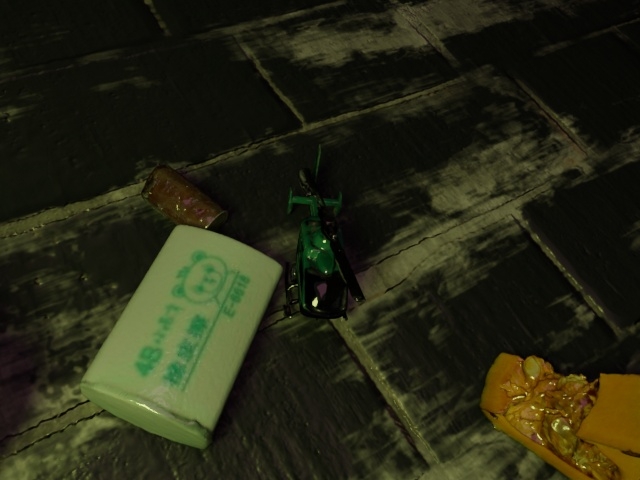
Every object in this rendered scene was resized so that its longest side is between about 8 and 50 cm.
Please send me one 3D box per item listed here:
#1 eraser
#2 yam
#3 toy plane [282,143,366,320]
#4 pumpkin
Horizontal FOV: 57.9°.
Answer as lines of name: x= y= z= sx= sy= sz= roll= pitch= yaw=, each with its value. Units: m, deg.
eraser: x=-0.189 y=0.129 z=0.841 sx=0.189 sy=0.104 sz=0.290 roll=19 pitch=54 yaw=4
yam: x=-0.230 y=-0.060 z=0.973 sx=0.141 sy=0.079 sz=0.079 roll=36 pitch=56 yaw=10
toy plane: x=0.000 y=0.000 z=0.946 sx=0.107 sy=0.155 sz=0.381 roll=6 pitch=39 yaw=-9
pumpkin: x=0.396 y=0.256 z=0.844 sx=0.281 sy=0.190 sz=0.139 roll=33 pitch=57 yaw=10
